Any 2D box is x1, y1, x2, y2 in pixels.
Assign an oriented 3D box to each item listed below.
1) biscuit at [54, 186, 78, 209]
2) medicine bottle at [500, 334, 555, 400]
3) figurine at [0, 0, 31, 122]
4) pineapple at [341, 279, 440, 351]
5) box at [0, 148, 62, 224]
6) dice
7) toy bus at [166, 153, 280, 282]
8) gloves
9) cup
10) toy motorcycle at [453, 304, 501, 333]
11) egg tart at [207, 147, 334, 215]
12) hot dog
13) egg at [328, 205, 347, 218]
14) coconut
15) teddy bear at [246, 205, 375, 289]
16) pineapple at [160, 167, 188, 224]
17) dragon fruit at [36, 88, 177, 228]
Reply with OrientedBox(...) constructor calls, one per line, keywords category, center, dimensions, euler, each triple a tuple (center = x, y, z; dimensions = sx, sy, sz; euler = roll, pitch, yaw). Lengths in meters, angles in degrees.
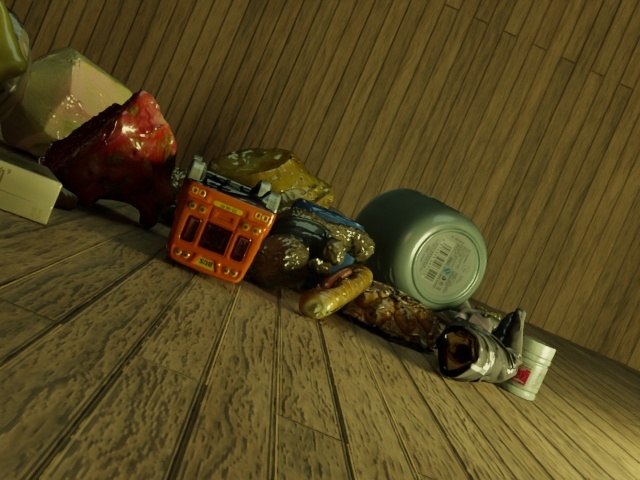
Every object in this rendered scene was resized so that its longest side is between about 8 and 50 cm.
OrientedBox(category="biscuit", center=(-0.463, -0.102, 1.411), dimensions=(0.228, 0.031, 0.176), euler=(22, 5, -24))
OrientedBox(category="medicine bottle", center=(0.332, 0.203, 1.553), dimensions=(0.058, 0.091, 0.058), euler=(23, 3, -1))
OrientedBox(category="figurine", center=(-0.689, -0.272, 1.689), dimensions=(0.361, 0.266, 0.378), euler=(-4, -22, -17))
OrientedBox(category="pineapple", center=(0.113, 0.115, 1.619), dimensions=(0.224, 0.076, 0.225), euler=(24, 1, -1))
OrientedBox(category="box", center=(-0.435, -0.092, 1.214), dimensions=(0.201, 0.058, 0.141), euler=(21, 4, -27))
OrientedBox(category="dice", center=(-0.008, 0.012, 1.770), dimensions=(0.143, 0.146, 0.146), euler=(25, 3, -8))
OrientedBox(category="toy bus", center=(-0.155, -0.036, 1.469), dimensions=(0.143, 0.153, 0.329), euler=(22, 5, -10))
OrientedBox(category="gloves", center=(0.240, 0.159, 1.490), dimensions=(0.142, 0.119, 0.285), euler=(25, 18, 26))
OrientedBox(category="cup", center=(0.262, 0.066, 2.316), dimensions=(0.357, 0.259, 0.274), euler=(56, -9, -23))
OrientedBox(category="toy motorcycle", center=(0.358, 0.190, 2.149), dimensions=(0.152, 0.073, 0.225), euler=(21, 4, -8))
OrientedBox(category="egg tart", center=(-0.134, -0.104, 1.958), dimensions=(0.341, 0.129, 0.341), euler=(-6, 23, 3))
OrientedBox(category="hot dog", center=(0.030, 0.069, 1.467), dimensions=(0.066, 0.047, 0.215), euler=(1, 12, 23))
OrientedBox(category="egg", center=(0.000, 0.000, 2.024), dimensions=(0.146, 0.146, 0.198), euler=(22, 11, -29))
OrientedBox(category="coconut", center=(-0.519, -0.262, 1.950), dimensions=(0.233, 0.233, 0.245), euler=(26, 0, 41))
OrientedBox(category="teddy bear", center=(-0.036, 0.010, 1.584), dimensions=(0.251, 0.182, 0.129), euler=(-20, 84, -60))
OrientedBox(category="pineapple", center=(-0.227, -0.050, 1.781), dimensions=(0.197, 0.108, 0.108), euler=(40, 10, 25))
OrientedBox(category="dragon fruit", center=(-0.320, -0.104, 1.560), dimensions=(0.211, 0.134, 0.262), euler=(37, -40, -27))
